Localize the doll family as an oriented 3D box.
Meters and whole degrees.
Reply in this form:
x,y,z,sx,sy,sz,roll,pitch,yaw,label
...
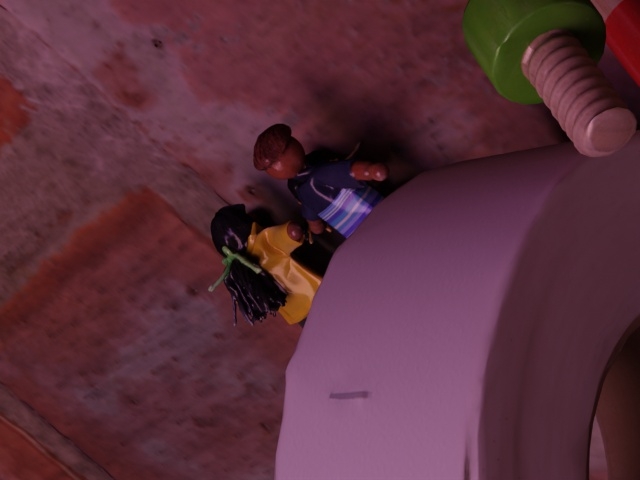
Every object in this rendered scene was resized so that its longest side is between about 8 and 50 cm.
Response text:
x,y,z,sx,sy,sz,roll,pitch,yaw,label
0.000,0.000,0.909,0.111,0.076,0.193,40,139,-3,doll family

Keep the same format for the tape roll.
x,y,z,sx,sy,sz,roll,pitch,yaw,label
0.113,0.100,0.750,0.100,0.286,0.286,-8,128,44,tape roll

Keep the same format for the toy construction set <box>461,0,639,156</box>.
x,y,z,sx,sy,sz,roll,pitch,yaw,label
0.104,-0.193,0.508,0.237,0.257,0.309,-119,34,-43,toy construction set
